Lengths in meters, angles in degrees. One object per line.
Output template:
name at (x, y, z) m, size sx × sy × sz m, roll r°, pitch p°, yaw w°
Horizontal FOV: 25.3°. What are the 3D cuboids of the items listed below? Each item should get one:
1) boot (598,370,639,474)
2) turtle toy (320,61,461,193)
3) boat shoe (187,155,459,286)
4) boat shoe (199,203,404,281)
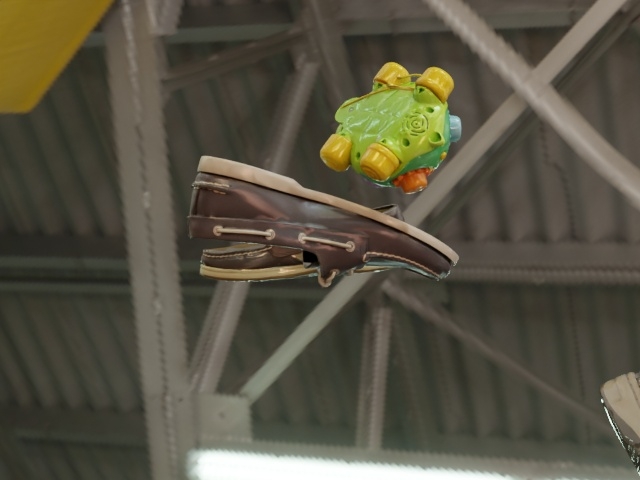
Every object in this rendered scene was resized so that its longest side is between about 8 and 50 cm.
boot at (0.410, 0.161, 1.172) m, size 0.284 × 0.377 × 0.138 m, roll -32°, pitch -70°, yaw 5°
turtle toy at (0.051, -0.076, 1.042) m, size 0.066 × 0.095 × 0.130 m, roll 46°, pitch -16°, yaw -32°
boat shoe at (0.000, 0.000, 1.039) m, size 0.206 × 0.075 × 0.065 m, roll 20°, pitch -96°, yaw -15°
boat shoe at (-0.018, 0.000, 1.502) m, size 0.223 × 0.080 × 0.073 m, roll -5°, pitch -82°, yaw 4°
